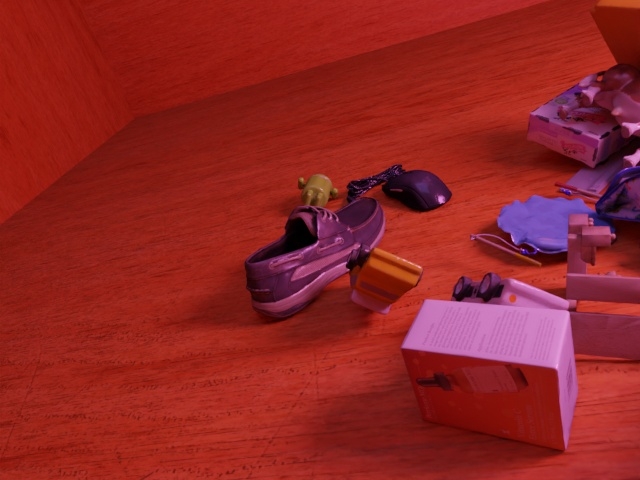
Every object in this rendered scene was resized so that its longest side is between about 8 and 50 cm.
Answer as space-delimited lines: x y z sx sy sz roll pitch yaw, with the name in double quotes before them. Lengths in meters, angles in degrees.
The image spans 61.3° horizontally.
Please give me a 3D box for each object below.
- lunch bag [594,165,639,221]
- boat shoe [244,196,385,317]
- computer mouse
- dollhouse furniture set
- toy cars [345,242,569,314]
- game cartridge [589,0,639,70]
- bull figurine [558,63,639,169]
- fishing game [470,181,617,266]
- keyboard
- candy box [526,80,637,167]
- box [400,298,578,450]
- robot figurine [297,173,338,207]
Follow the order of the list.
"lunch bag" 0.536 -0.076 0.851 0.128 0.096 0.151 -11 -7 -16
"boat shoe" 0.000 0.000 1.026 0.132 0.130 0.355 9 39 42
"computer mouse" 0.161 -0.121 1.220 0.184 0.060 0.262 -24 28 -12
"dollhouse furniture set" 0.390 0.053 0.708 0.123 0.144 0.151 2 19 25
"toy cars" 0.162 0.084 0.784 0.393 0.176 0.087 13 79 45
"game cartridge" 0.665 -0.319 1.001 0.052 0.323 0.285 -42 27 9
"bull figurine" 0.592 -0.221 0.971 0.188 0.101 0.310 -19 43 -10
"fishing game" 0.402 -0.024 0.925 0.264 0.041 0.189 -30 37 -30
"keyboard" 0.576 -0.155 1.083 0.256 0.014 0.072 -35 27 -29
"candy box" 0.565 -0.251 1.130 0.196 0.070 0.165 -31 45 -20
"box" 0.199 0.152 0.633 0.170 0.130 0.091 0 35 34
"robot figurine" -0.009 -0.119 1.312 0.101 0.067 0.115 15 34 4
